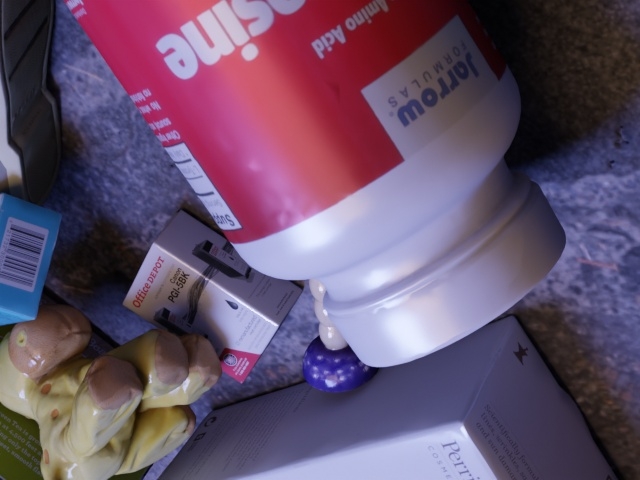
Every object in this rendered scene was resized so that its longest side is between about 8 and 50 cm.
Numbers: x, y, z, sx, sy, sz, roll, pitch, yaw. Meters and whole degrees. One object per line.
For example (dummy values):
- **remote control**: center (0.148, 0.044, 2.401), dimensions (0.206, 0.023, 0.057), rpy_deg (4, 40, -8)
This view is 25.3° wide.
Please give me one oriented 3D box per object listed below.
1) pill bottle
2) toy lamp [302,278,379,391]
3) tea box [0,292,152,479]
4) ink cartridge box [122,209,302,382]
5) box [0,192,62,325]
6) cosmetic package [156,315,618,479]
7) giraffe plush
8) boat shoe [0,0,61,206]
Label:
- **pill bottle**: center (-0.010, -0.124, 0.972), dimensions (0.229, 0.229, 0.407), rpy_deg (-24, 106, 39)
- **toy lamp**: center (0.000, 0.000, 1.188), dimensions (0.080, 0.080, 0.274), rpy_deg (7, 130, 23)
- **tea box**: center (-0.349, 0.276, 1.414), dimensions (0.220, 0.323, 0.329), rpy_deg (39, 132, -5)
- **ink cartridge box**: center (-0.099, 0.051, 1.291), dimensions (0.135, 0.056, 0.099), rpy_deg (33, 134, 1)
- **box**: center (-0.324, 0.027, 1.307), dimensions (0.060, 0.100, 0.244), rpy_deg (21, 162, -31)
- **cosmetic package**: center (0.053, 0.235, 1.283), dimensions (0.385, 0.156, 0.217), rpy_deg (-23, 110, 39)
- **giraffe plush**: center (-0.220, 0.128, 1.274), dimensions (0.170, 0.181, 0.210), rpy_deg (44, 106, 24)
- **boat shoe**: center (-0.288, -0.153, 1.197), dimensions (0.103, 0.113, 0.302), rpy_deg (16, 131, 10)
